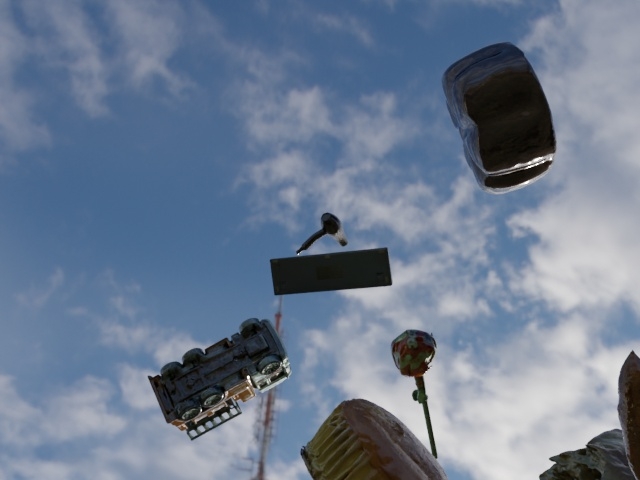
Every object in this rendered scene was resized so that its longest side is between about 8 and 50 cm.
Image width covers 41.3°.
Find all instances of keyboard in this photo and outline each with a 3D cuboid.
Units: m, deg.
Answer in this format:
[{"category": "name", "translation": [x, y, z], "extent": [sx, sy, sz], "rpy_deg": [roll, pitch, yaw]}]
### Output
[{"category": "keyboard", "translation": [0.014, 0.045, 1.215], "extent": [0.176, 0.014, 0.055], "rpy_deg": [-6, -81, 16]}]

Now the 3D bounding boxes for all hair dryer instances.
[{"category": "hair dryer", "translation": [0.000, 0.000, 1.296], "extent": [0.083, 0.031, 0.079], "rpy_deg": [-35, -39, -1]}]

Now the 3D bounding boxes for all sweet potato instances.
[{"category": "sweet potato", "translation": [0.430, 0.247, 1.127], "extent": [0.068, 0.060, 0.206], "rpy_deg": [-2, -81, 23]}]

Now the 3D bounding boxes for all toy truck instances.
[{"category": "toy truck", "translation": [-0.123, 0.187, 1.135], "extent": [0.177, 0.080, 0.115], "rpy_deg": [-28, -34, -5]}]

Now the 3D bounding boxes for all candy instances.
[{"category": "candy", "translation": [0.195, 0.291, 1.585], "extent": [0.084, 0.078, 0.288], "rpy_deg": [-17, -67, -5]}]

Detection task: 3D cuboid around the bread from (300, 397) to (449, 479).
[{"category": "bread", "translation": [0.073, 0.272, 0.965], "extent": [0.190, 0.132, 0.114], "rpy_deg": [43, -81, 13]}]

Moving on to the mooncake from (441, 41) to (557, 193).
[{"category": "mooncake", "translation": [0.290, -0.199, 1.387], "extent": [0.133, 0.245, 0.245], "rpy_deg": [-20, -56, 5]}]

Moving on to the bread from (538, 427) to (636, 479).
[{"category": "bread", "translation": [0.570, 0.485, 1.588], "extent": [0.370, 0.314, 0.192], "rpy_deg": [9, -73, -47]}]
